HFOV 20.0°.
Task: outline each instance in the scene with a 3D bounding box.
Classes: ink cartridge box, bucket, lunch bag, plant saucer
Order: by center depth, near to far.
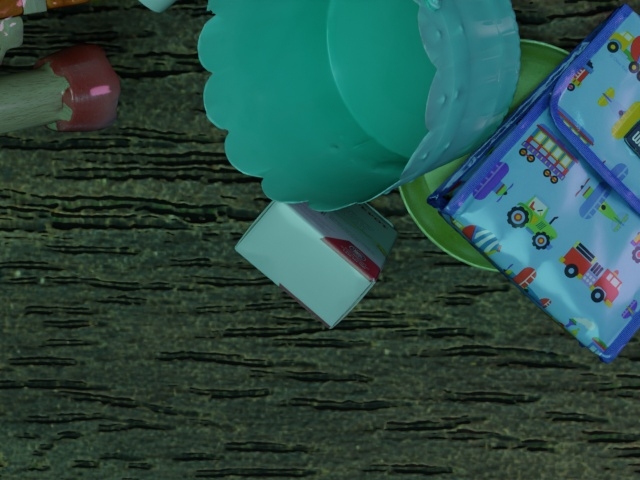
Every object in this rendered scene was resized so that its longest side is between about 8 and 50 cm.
[{"bbox_3d":[0.042,-0.174,1.724,0.281,0.183,0.281,13,111,36],"label":"bucket"},{"bbox_3d":[0.287,-0.067,1.768,0.221,0.138,0.293,42,91,-6],"label":"lunch bag"},{"bbox_3d":[0.000,0.000,1.824,0.127,0.175,0.072,40,108,-2],"label":"ink cartridge box"},{"bbox_3d":[0.196,-0.087,1.845,0.241,0.037,0.241,2,103,8],"label":"plant saucer"}]

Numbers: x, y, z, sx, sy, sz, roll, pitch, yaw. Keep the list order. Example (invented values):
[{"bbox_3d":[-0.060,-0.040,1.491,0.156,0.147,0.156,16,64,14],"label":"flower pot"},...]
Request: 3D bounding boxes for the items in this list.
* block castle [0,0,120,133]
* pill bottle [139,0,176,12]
[{"bbox_3d":[-0.342,-0.321,1.744,0.303,0.213,0.453,3,105,47],"label":"block castle"},{"bbox_3d":[-0.106,-0.329,1.786,0.221,0.124,0.124,-39,95,16],"label":"pill bottle"}]
